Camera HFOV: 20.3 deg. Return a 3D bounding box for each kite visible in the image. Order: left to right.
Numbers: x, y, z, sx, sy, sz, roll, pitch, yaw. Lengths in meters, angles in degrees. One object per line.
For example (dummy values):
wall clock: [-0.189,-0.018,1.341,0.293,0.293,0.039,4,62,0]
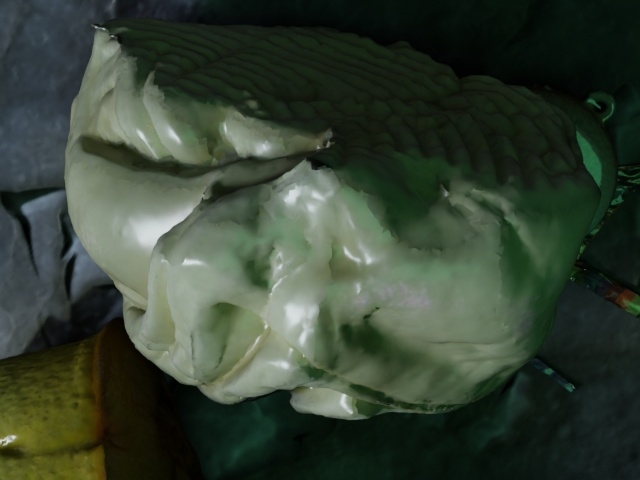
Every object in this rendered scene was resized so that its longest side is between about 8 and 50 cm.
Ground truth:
kite: [0.156,0.012,1.189,0.160,0.010,0.183,30,110,-16]

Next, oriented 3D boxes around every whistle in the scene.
whistle: [0.107,-0.017,1.143,0.107,0.057,0.220,45,108,1]

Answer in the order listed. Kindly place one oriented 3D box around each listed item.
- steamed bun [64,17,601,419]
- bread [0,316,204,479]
steamed bun: [0.000,0.000,1.025,0.275,0.320,0.206,-10,122,-34]
bread: [-0.139,0.187,1.123,0.148,0.270,0.270,-11,116,3]
